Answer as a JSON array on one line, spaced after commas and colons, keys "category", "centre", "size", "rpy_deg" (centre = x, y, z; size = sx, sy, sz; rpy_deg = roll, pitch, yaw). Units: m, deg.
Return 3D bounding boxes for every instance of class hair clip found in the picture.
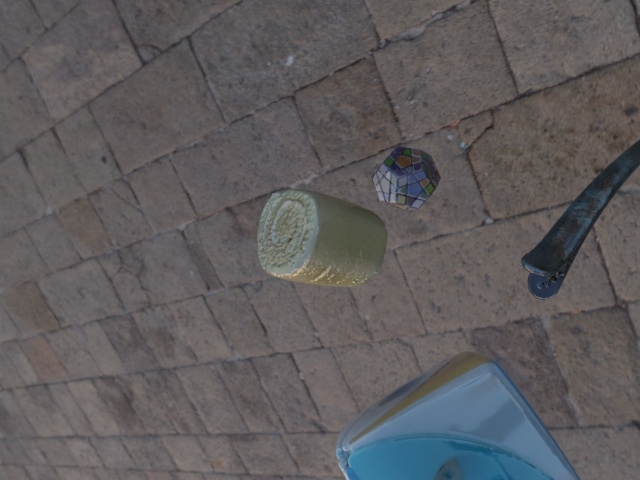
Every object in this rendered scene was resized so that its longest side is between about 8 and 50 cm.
[{"category": "hair clip", "centre": [0.306, -0.037, 0.588], "size": [0.039, 0.229, 0.070], "rpy_deg": [36, 171, 42]}]

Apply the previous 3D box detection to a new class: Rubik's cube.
[{"category": "Rubik's cube", "centre": [0.254, 0.441, 1.017], "size": [0.347, 0.352, 0.352], "rpy_deg": [-31, 81, -1]}, {"category": "Rubik's cube", "centre": [0.140, -0.100, 0.859], "size": [0.111, 0.093, 0.111], "rpy_deg": [31, 129, 49]}]

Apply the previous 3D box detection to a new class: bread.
[{"category": "bread", "centre": [0.000, 0.000, 0.777], "size": [0.148, 0.141, 0.134], "rpy_deg": [24, 98, 53]}]
